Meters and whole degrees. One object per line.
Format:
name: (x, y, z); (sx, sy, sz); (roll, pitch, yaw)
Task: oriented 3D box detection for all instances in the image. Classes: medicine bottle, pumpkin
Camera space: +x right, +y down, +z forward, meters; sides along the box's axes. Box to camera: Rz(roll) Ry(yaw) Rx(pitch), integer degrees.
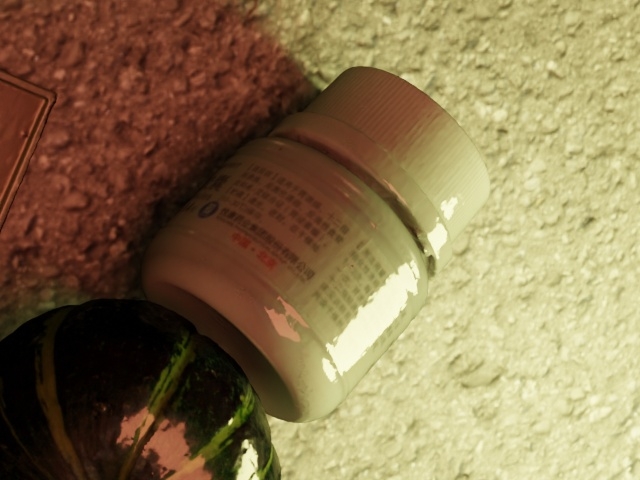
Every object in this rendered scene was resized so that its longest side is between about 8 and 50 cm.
medicine bottle: (0.000, 0.000, 1.724); (0.306, 0.245, 0.245); (-47, 119, -21)
pumpkin: (-0.195, 0.215, 1.642); (0.323, 0.241, 0.323); (2, 107, 7)

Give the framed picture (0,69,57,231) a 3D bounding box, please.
framed picture: (-0.394, -0.045, 1.635); (0.213, 0.016, 0.289); (22, 91, -31)
